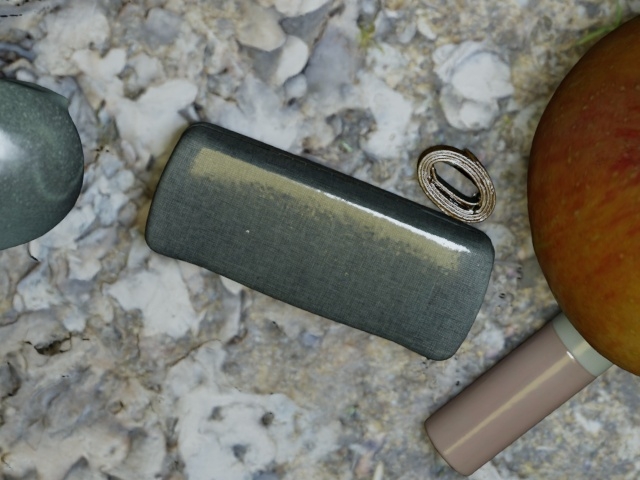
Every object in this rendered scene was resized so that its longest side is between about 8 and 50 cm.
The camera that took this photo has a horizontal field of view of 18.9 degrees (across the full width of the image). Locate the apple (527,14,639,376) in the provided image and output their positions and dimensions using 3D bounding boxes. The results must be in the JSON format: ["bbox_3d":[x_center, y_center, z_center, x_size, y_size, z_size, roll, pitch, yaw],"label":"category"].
[{"bbox_3d":[0.346,-0.039,1.626,0.340,0.339,0.339,1,107,4],"label":"apple"}]

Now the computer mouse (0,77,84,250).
[{"bbox_3d":[-0.409,-0.087,1.795,0.374,0.114,0.203,6,108,4],"label":"computer mouse"}]

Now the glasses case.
[{"bbox_3d":[0.000,0.000,1.806,0.323,0.074,0.131,21,106,-2],"label":"glasses case"}]

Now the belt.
[{"bbox_3d":[0.128,-0.055,1.800,0.083,0.036,0.059,40,99,-7],"label":"belt"}]

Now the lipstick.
[{"bbox_3d":[0.216,0.122,1.826,0.254,0.070,0.070,-40,100,15],"label":"lipstick"}]
